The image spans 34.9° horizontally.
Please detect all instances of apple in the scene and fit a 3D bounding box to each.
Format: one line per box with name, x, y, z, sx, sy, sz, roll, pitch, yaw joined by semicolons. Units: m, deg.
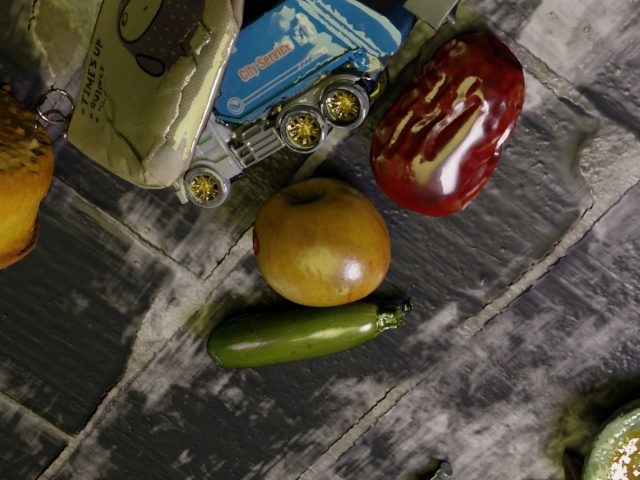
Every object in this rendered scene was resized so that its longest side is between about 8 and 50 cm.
apple;0.000;0.000;1.344;0.182;0.182;0.155;-8;111;18

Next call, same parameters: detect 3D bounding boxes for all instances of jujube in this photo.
jujube;0.156;-0.138;1.234;0.155;0.155;0.230;31;118;-7

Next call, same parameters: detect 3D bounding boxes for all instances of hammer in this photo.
hammer;0.273;0.468;1.652;0.288;0.033;0.111;35;122;-9

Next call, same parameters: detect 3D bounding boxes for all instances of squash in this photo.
squash;-0.021;0.132;1.485;0.331;0.087;0.087;-12;118;18

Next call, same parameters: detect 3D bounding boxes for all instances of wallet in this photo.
wallet;-0.209;-0.216;1.210;0.275;0.068;0.335;35;110;36

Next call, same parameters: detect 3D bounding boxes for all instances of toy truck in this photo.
toy truck;-0.052;-0.189;1.258;0.367;0.146;0.175;-29;103;24

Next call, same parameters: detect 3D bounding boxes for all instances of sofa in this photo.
sofa;0.150;-0.297;1.135;0.060;0.147;0.085;34;124;-4

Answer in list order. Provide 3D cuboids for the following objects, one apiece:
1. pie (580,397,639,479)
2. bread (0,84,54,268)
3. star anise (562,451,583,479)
pie;0.506;0.347;1.448;0.302;0.067;0.302;0;103;0
bread;-0.462;-0.103;1.366;0.340;0.179;0.194;47;123;35
star anise;0.435;0.423;1.556;0.236;0.093;0.229;-5;115;12
